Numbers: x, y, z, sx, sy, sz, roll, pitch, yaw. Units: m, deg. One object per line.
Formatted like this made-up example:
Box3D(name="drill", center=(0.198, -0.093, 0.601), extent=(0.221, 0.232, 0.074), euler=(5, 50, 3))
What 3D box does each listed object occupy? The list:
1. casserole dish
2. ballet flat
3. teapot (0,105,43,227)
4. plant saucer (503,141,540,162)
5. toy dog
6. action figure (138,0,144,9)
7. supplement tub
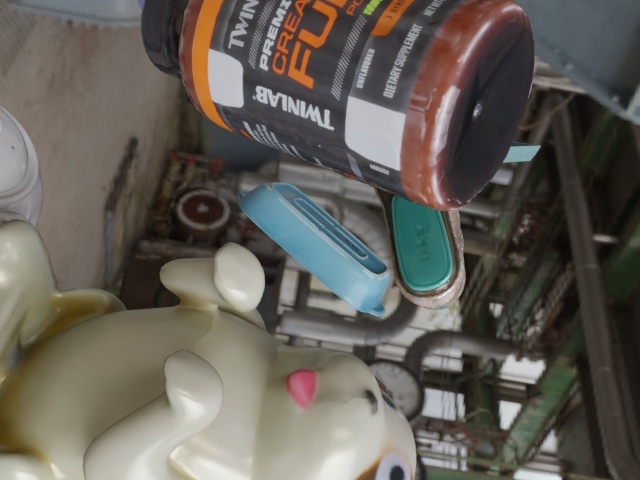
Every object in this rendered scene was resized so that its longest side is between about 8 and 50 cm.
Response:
Box3D(name="casserole dish", center=(0.000, 0.000, 0.827), extent=(0.037, 0.188, 0.114), euler=(-50, 171, 13))
Box3D(name="ballet flat", center=(0.117, -0.061, 1.009), extent=(0.106, 0.108, 0.316), euler=(45, 39, -59))
Box3D(name="teapot", center=(-0.409, -0.076, 0.937), extent=(0.187, 0.256, 0.252), euler=(-34, -153, 32))
Box3D(name="plant saucer", center=(0.106, -0.078, 0.750), extent=(0.067, 0.192, 0.018), euler=(19, -68, 55))
Box3D(name="toy dog", center=(-0.118, 0.194, 0.769), extent=(0.284, 0.408, 0.395), euler=(-74, 167, -58))
Box3D(name="action figure", center=(-0.053, -0.315, 0.900), extent=(0.178, 0.341, 0.330), euler=(69, 36, -59))
Box3D(name="supplement tub", center=(0.000, -0.093, 0.435), extent=(0.106, 0.198, 0.106), euler=(-40, 142, -41))
